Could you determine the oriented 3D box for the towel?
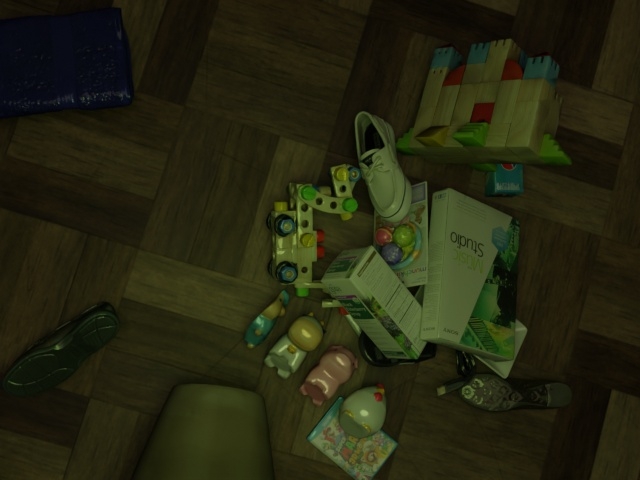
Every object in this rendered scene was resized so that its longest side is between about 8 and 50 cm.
[{"bbox_3d":[-0.566,-0.378,1.495,0.308,0.076,0.227,-7,79,-5],"label":"towel"}]

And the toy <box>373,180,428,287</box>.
[{"bbox_3d":[0.157,-0.014,1.461,0.056,0.137,0.237,33,52,-41],"label":"toy"}]

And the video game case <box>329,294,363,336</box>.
[{"bbox_3d":[0.114,0.132,1.535,0.143,0.019,0.157,-34,88,-7],"label":"video game case"}]

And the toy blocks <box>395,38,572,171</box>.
[{"bbox_3d":[0.358,-0.300,1.462,0.191,0.382,0.260,24,78,-44],"label":"toy blocks"}]

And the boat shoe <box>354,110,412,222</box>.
[{"bbox_3d":[0.124,-0.163,1.472,0.096,0.088,0.267,-25,56,33],"label":"boat shoe"}]

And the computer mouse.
[{"bbox_3d":[0.209,0.254,1.498,0.262,0.060,0.184,-12,74,-22],"label":"computer mouse"}]

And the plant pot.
[{"bbox_3d":[-0.223,0.438,1.359,0.323,0.323,0.280,7,68,-5],"label":"plant pot"}]

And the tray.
[{"bbox_3d":[0.324,0.172,1.519,0.270,0.030,0.145,38,59,-6],"label":"tray"}]

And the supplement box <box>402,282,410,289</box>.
[{"bbox_3d":[0.147,0.106,1.503,0.083,0.055,0.043,-29,88,-6],"label":"supplement box"}]

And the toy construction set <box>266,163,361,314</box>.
[{"bbox_3d":[0.000,0.000,1.480,0.215,0.151,0.327,-5,85,-21],"label":"toy construction set"}]

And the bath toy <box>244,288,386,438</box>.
[{"bbox_3d":[0.011,0.262,1.460,0.348,0.151,0.129,43,51,1],"label":"bath toy"}]

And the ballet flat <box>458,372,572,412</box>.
[{"bbox_3d":[0.428,0.337,1.533,0.250,0.058,0.084,1,82,0],"label":"ballet flat"}]

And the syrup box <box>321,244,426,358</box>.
[{"bbox_3d":[0.118,0.126,1.384,0.237,0.093,0.096,49,58,-22],"label":"syrup box"}]

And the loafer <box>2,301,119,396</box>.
[{"bbox_3d":[-0.539,0.226,1.449,0.268,0.084,0.096,-34,120,-3],"label":"loafer"}]

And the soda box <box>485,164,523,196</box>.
[{"bbox_3d":[0.413,-0.205,1.564,0.067,0.071,0.210,1,85,-4],"label":"soda box"}]

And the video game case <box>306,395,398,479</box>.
[{"bbox_3d":[0.070,0.437,1.506,0.166,0.015,0.119,40,83,-1],"label":"video game case"}]

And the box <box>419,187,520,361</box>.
[{"bbox_3d":[0.322,0.076,1.458,0.232,0.058,0.321,19,70,-32],"label":"box"}]
